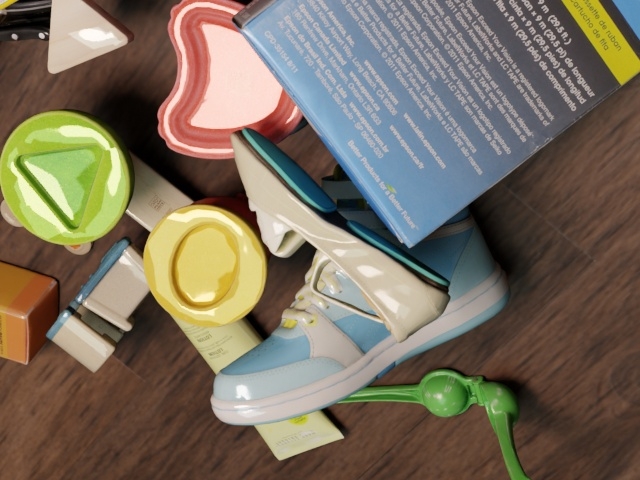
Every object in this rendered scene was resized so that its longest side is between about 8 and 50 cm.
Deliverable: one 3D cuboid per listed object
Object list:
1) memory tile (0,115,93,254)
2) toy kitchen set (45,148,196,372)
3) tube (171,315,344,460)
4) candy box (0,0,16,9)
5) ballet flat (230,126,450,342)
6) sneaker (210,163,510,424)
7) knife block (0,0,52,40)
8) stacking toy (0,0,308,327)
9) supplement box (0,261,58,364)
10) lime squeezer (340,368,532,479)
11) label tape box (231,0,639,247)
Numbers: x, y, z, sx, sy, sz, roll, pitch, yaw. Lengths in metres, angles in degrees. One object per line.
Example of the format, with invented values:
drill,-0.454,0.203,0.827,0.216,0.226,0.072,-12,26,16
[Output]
memory tile,-0.281,-0.057,1.700,0.113,0.012,0.148,28,127,5
toy kitchen set,-0.220,0.018,1.694,0.122,0.166,0.207,39,90,-5
tube,-0.075,0.140,1.713,0.240,0.062,0.070,54,165,-21
candy box,-0.320,-0.260,1.470,0.206,0.027,0.105,-22,113,32
ballet flat,0.000,0.000,1.399,0.248,0.086,0.086,39,128,14
sneaker,0.012,0.027,1.490,0.127,0.319,0.208,11,125,62
knife block,-0.354,-0.280,1.545,0.276,0.088,0.242,34,126,0
stacking toy,-0.143,-0.103,1.535,0.280,0.130,0.308,20,108,7
supplement box,-0.416,0.059,1.789,0.234,0.078,0.080,18,128,12
lime squeezer,0.133,0.181,1.630,0.310,0.110,0.059,19,150,48
label tape box,0.129,-0.192,1.365,0.334,0.106,0.240,-37,103,1
